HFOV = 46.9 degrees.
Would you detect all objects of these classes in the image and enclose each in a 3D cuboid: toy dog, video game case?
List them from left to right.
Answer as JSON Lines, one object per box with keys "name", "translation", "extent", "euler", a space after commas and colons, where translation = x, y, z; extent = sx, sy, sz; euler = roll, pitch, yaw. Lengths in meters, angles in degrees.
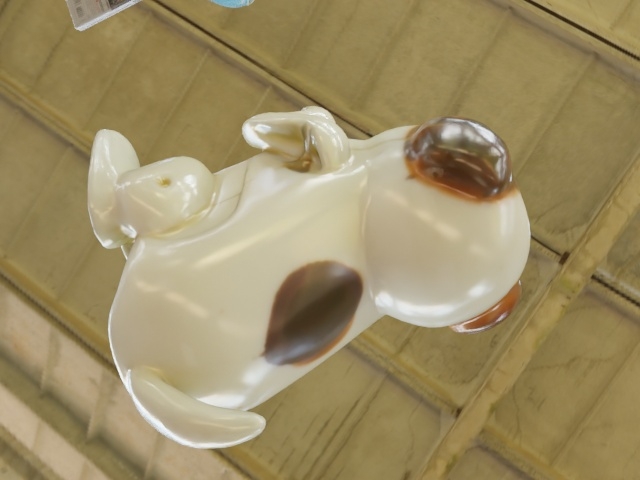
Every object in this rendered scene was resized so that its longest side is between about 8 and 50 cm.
{"name": "video game case", "translation": [-0.360, -0.469, 1.216], "extent": [0.173, 0.022, 0.190], "euler": [-19, -93, 19]}
{"name": "toy dog", "translation": [0.000, 0.000, 0.737], "extent": [0.408, 0.395, 0.284], "euler": [-15, -67, -2]}

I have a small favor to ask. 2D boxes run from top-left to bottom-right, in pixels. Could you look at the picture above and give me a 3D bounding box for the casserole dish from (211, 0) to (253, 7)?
{"name": "casserole dish", "translation": [-0.010, -0.205, 0.423], "extent": [0.037, 0.114, 0.188], "euler": [38, -103, -9]}
